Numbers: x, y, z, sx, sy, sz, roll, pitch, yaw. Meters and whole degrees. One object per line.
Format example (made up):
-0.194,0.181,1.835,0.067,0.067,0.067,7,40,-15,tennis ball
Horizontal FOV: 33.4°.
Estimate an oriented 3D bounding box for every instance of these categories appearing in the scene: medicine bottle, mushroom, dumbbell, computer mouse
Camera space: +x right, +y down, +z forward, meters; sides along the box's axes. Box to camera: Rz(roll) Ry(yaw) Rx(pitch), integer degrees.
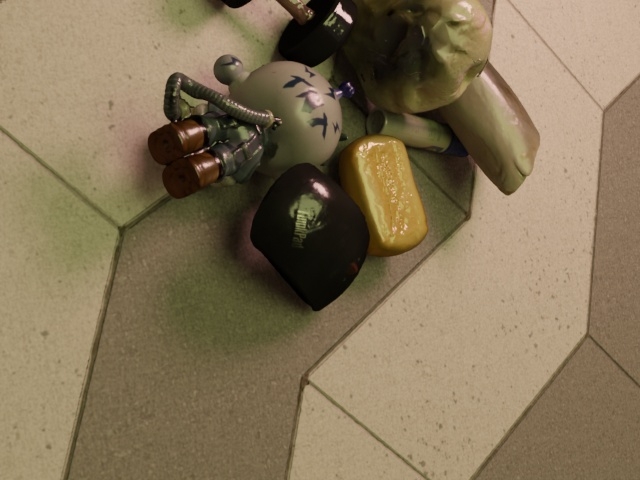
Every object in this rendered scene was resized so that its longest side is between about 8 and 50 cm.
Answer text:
0.191,-0.202,2.007,0.231,0.059,0.059,9,75,-37,medicine bottle
0.278,-0.282,2.005,0.154,0.137,0.407,-36,92,-38,mushroom
-0.060,-0.409,1.794,0.218,0.152,0.152,40,58,-26,dumbbell
0.000,0.000,1.700,0.170,0.100,0.269,-51,144,-10,computer mouse

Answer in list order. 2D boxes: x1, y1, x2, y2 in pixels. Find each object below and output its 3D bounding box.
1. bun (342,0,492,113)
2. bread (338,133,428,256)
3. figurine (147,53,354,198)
0.161,-0.355,1.861,0.168,0.273,0.272,-19,92,-64,bun
0.102,-0.077,1.882,0.147,0.098,0.217,-10,84,-39,bread
-0.106,-0.167,1.687,0.382,0.186,0.261,-28,108,-44,figurine
